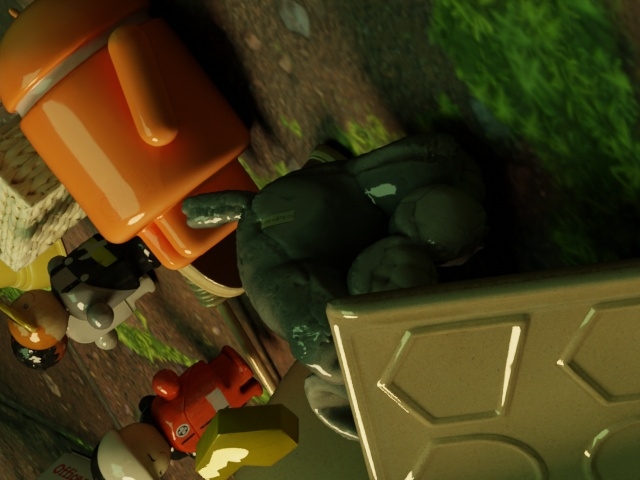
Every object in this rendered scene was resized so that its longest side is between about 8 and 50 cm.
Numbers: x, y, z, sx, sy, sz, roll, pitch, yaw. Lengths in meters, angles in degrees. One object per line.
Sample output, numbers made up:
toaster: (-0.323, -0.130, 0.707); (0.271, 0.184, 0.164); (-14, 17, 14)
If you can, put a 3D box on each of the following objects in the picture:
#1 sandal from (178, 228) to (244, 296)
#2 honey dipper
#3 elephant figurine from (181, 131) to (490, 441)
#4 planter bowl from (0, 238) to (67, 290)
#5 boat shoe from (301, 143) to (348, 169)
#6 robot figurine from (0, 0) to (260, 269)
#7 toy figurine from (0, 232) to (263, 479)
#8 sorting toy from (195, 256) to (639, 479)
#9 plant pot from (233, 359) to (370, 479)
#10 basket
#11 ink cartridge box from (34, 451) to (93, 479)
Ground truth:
sandal: (-0.145, -0.042, 1.318); (0.240, 0.088, 0.079); (46, 150, 0)
honey dipper: (-0.065, 0.079, 1.423); (0.030, 0.030, 0.160); (16, 142, 53)
elephant figurine: (0.061, 0.062, 1.040); (0.239, 0.169, 0.186); (53, -169, -44)
planter bowl: (-0.350, -0.017, 1.719); (0.217, 0.090, 0.217); (41, 154, 25)
boat shoe: (0.000, 0.000, 1.164); (0.056, 0.049, 0.152); (35, 151, 33)
robot figurine: (-0.134, -0.088, 1.187); (0.219, 0.128, 0.158); (52, -164, -2)
toy figurine: (-0.166, 0.106, 1.452); (0.209, 0.148, 0.213); (52, 168, 0)
sorting toy: (0.078, 0.092, 0.942); (0.229, 0.307, 0.041); (75, -169, -45)
plant pot: (0.040, 0.212, 1.220); (0.284, 0.191, 0.284); (41, 155, 24)
basket: (-0.242, -0.062, 1.438); (0.103, 0.113, 0.167); (45, 156, 4)
ink cartridge box: (-0.327, 0.391, 2.026); (0.201, 0.278, 0.117); (8, 135, 58)
